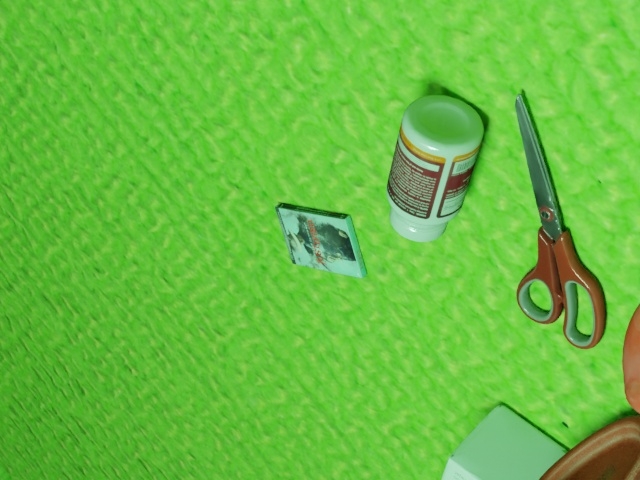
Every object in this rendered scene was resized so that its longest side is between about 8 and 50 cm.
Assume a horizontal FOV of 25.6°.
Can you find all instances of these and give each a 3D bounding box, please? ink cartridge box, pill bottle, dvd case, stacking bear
[{"bbox_3d":[0.239,0.365,1.711,0.201,0.117,0.278,35,142,21],"label":"ink cartridge box"},{"bbox_3d":[0.116,-0.072,1.486,0.086,0.086,0.152,36,141,21],"label":"pill bottle"},{"bbox_3d":[0.000,0.000,1.740,0.119,0.013,0.087,13,130,42],"label":"dvd case"},{"bbox_3d":[0.388,0.338,1.497,0.289,0.164,0.175,44,-173,-10],"label":"stacking bear"}]

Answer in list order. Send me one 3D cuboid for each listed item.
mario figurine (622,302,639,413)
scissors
[{"bbox_3d":[0.422,0.156,1.361,0.198,0.170,0.320,-35,107,19],"label":"mario figurine"},{"bbox_3d":[0.248,-0.013,1.456,0.109,0.021,0.297,25,136,36],"label":"scissors"}]
